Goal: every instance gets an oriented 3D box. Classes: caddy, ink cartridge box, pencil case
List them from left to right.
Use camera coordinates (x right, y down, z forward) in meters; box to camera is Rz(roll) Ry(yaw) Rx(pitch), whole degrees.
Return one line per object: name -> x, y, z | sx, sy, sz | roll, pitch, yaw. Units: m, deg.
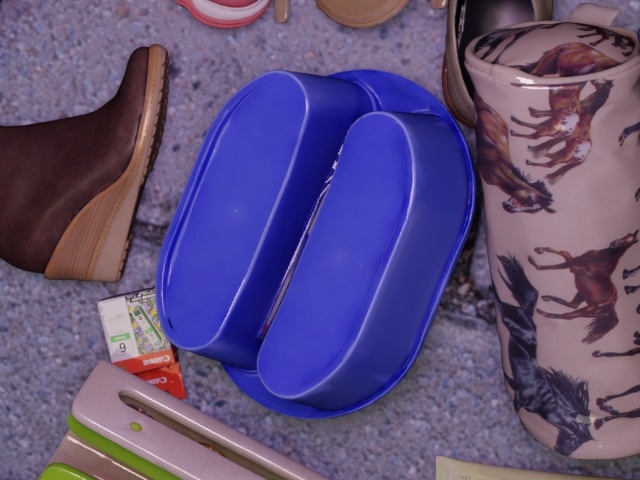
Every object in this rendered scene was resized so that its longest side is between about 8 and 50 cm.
ink cartridge box -> -0.174, 0.107, 1.815 | 0.063, 0.029, 0.115 | -13, 93, 4
caddy -> 0.000, 0.000, 1.730 | 0.241, 0.179, 0.341 | 25, 95, 25
pencil case -> 0.237, 0.000, 1.668 | 0.183, 0.160, 0.410 | -29, 120, -36

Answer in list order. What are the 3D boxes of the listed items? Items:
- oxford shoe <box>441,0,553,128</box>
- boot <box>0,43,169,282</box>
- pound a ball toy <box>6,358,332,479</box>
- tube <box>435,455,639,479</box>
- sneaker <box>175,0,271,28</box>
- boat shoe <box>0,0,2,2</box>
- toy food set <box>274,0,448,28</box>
oxford shoe -> 0.175, -0.275, 1.720 | 0.123, 0.130, 0.348 | 0, 94, 3
boot -> -0.264, -0.090, 1.776 | 0.207, 0.090, 0.248 | 16, 98, 0
pound a ball toy -> -0.157, 0.252, 1.792 | 0.319, 0.136, 0.208 | 28, 120, 1
tube -> 0.230, 0.258, 1.795 | 0.240, 0.062, 0.070 | 1, 54, 9
sneaker -> -0.159, -0.334, 1.719 | 0.314, 0.136, 0.116 | 37, 70, -3
boat shoe -> -0.385, -0.169, 1.751 | 0.130, 0.132, 0.355 | 27, 113, -25
toy food set -> 0.046, -0.265, 1.752 | 0.192, 0.038, 0.132 | 1, 88, 31
